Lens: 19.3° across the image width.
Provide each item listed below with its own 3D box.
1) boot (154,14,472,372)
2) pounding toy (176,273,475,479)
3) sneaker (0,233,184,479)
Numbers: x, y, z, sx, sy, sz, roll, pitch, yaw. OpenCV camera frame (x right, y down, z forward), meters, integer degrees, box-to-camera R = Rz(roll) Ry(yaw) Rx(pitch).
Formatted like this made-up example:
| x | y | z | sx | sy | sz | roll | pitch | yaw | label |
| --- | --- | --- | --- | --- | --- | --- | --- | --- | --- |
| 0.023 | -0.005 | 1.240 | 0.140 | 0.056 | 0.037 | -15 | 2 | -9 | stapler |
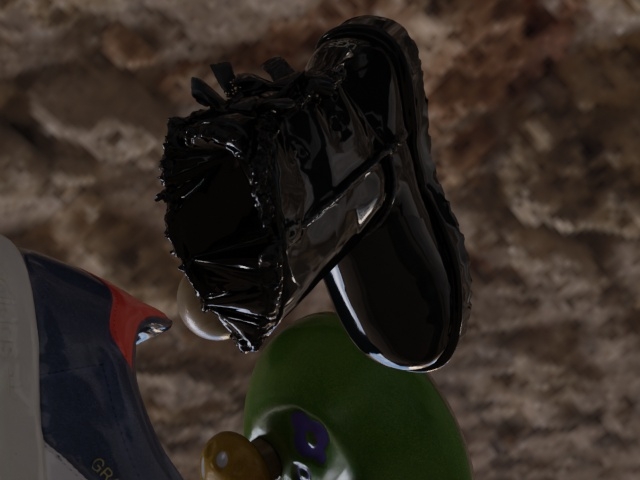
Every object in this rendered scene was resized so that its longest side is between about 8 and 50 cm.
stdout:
| x | y | z | sx | sy | sz | roll | pitch | yaw | label |
| --- | --- | --- | --- | --- | --- | --- | --- | --- | --- |
| 0.001 | 0.000 | 0.533 | 0.099 | 0.045 | 0.121 | -42 | -52 | -53 | boot |
| -0.017 | 0.121 | 1.139 | 0.110 | 0.183 | 0.237 | -25 | -85 | -39 | pounding toy |
| -0.107 | 0.170 | 0.799 | 0.148 | 0.131 | 0.350 | 15 | -115 | -40 | sneaker |
